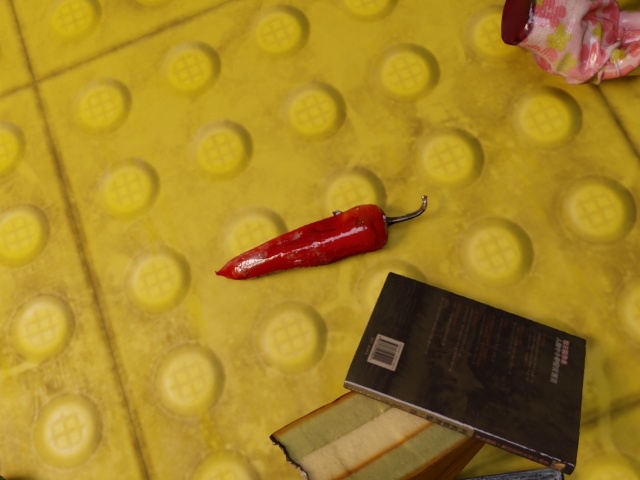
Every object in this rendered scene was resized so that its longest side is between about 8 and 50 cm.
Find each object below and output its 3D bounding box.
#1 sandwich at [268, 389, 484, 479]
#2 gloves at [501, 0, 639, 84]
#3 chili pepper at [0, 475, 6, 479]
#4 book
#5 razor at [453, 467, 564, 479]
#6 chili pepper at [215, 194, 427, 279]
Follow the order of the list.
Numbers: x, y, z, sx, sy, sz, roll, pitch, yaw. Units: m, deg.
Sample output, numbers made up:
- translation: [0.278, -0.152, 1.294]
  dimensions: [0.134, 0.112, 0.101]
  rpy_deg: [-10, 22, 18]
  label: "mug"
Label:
- translation: [0.075, 0.179, 0.617]
  dimensions: [0.187, 0.144, 0.117]
  rpy_deg: [-44, 54, -7]
  label: "sandwich"
- translation: [0.341, -0.250, 0.740]
  dimensions: [0.241, 0.126, 0.145]
  rpy_deg: [12, 54, -13]
  label: "gloves"
- translation: [-0.382, 0.339, 0.642]
  dimensions: [0.073, 0.072, 0.204]
  rpy_deg: [16, 41, 14]
  label: "chili pepper"
- translation: [0.155, 0.127, 0.660]
  dimensions: [0.228, 0.024, 0.160]
  rpy_deg: [19, 46, 11]
  label: "book"
- translation: [0.156, 0.255, 0.659]
  dimensions: [0.189, 0.033, 0.066]
  rpy_deg: [-8, 74, 4]
  label: "razor"
- translation: [0.000, 0.000, 0.741]
  dimensions: [0.267, 0.050, 0.059]
  rpy_deg: [-16, 89, 3]
  label: "chili pepper"
